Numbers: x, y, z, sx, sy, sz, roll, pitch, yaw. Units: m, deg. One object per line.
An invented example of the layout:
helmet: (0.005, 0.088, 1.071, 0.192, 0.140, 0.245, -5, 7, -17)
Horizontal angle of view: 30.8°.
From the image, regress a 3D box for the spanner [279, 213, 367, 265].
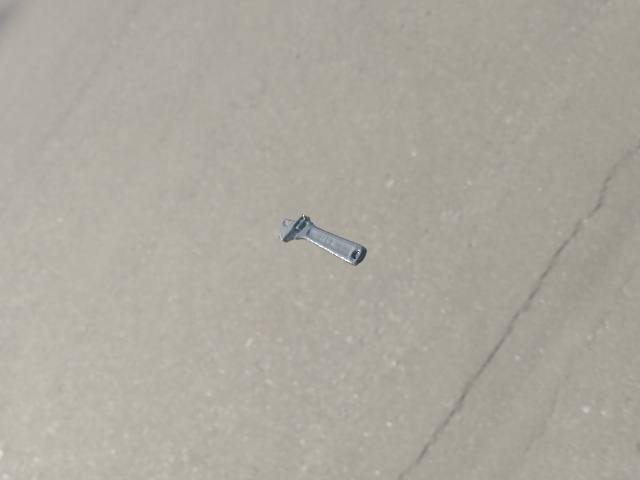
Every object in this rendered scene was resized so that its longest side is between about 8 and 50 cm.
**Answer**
spanner: (0.000, 0.000, 1.488, 0.046, 0.012, 0.208, -59, 32, -4)
